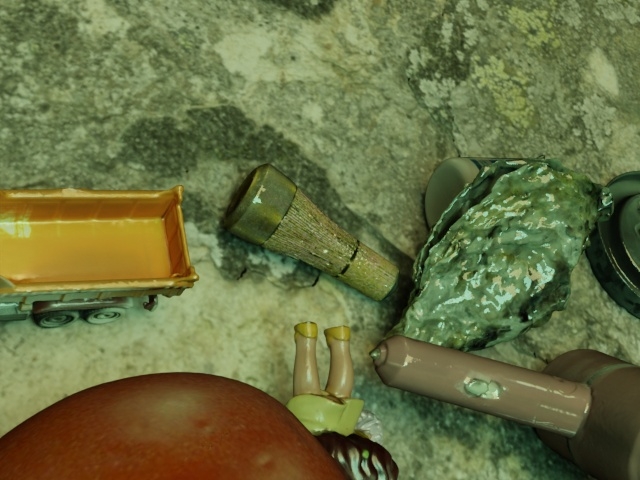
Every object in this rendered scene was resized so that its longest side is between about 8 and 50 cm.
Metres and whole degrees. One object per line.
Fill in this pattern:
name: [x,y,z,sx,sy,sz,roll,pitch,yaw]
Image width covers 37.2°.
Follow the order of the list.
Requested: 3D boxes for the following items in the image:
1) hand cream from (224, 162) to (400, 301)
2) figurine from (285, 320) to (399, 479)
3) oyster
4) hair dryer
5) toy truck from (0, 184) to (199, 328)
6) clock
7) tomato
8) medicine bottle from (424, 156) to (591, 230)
hand cream: [0.000,0.000,1.023,0.203,0.084,0.084,31,55,-14]
figurine: [0.002,0.200,0.889,0.174,0.116,0.240,6,61,-23]
oyster: [0.192,0.033,1.021,0.198,0.268,0.112,20,18,-33]
hair dryer: [0.212,0.163,0.936,0.352,0.210,0.125,16,92,-16]
toy truck: [-0.257,0.016,0.853,0.270,0.135,0.114,-2,66,-26]
clock: [0.440,0.011,1.242,0.214,0.042,0.215,11,60,-20]
tomato: [-0.112,0.246,0.693,0.321,0.321,0.322,11,60,-20]
medicine bottle: [0.229,-0.045,1.132,0.191,0.107,0.107,-1,65,-26]
